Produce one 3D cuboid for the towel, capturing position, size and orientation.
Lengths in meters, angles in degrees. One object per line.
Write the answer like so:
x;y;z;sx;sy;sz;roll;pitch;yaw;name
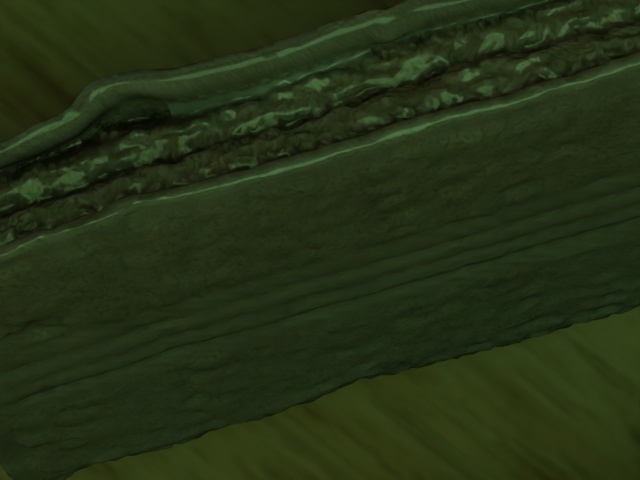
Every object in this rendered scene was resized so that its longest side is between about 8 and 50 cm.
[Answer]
0.000;0.000;0.524;0.282;0.187;0.049;-16;65;0;towel
